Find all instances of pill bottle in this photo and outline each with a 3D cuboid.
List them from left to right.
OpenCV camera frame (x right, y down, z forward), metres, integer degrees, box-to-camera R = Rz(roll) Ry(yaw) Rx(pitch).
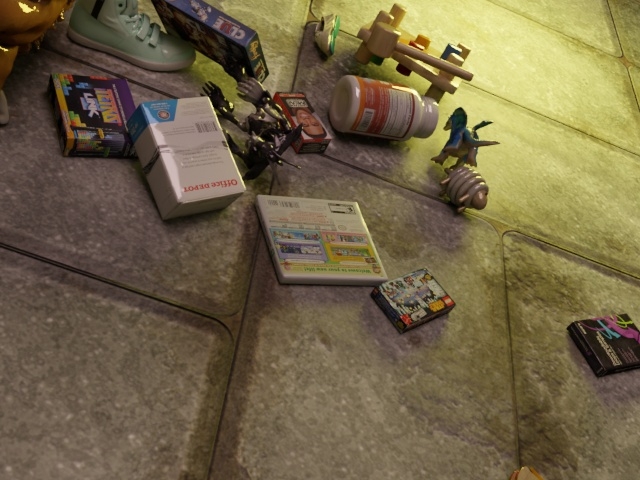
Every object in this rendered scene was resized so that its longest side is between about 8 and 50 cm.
[{"bbox_3d":[0.138,-0.276,1.851,0.216,0.121,0.121,6,47,-26],"label":"pill bottle"}]

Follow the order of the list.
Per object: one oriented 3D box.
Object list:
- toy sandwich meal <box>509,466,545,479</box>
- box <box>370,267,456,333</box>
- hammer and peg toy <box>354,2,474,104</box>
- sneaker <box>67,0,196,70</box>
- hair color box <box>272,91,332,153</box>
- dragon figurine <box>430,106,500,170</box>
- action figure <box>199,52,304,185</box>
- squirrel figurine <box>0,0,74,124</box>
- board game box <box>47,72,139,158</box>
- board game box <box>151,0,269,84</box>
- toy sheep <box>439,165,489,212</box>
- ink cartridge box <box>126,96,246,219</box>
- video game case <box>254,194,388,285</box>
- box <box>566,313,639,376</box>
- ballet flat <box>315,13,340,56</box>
[{"bbox_3d":[0.337,0.395,1.373,0.086,0.029,0.085,16,43,-16],"label":"toy sandwich meal"},{"bbox_3d":[0.168,0.106,1.562,0.137,0.027,0.094,-18,61,-41],"label":"box"},{"bbox_3d":[0.209,-0.407,1.958,0.266,0.127,0.361,32,25,1],"label":"hammer and peg toy"},{"bbox_3d":[-0.351,-0.428,1.698,0.256,0.151,0.094,12,43,-21],"label":"sneaker"},{"bbox_3d":[-0.042,-0.241,1.773,0.072,0.043,0.141,-7,54,-36],"label":"hair color box"},{"bbox_3d":[0.312,-0.231,1.848,0.085,0.289,0.144,23,80,-5],"label":"dragon figurine"},{"bbox_3d":[-0.141,-0.221,1.614,0.141,0.164,0.275,26,24,-49],"label":"action figure"},{"bbox_3d":[-0.525,-0.387,1.453,0.281,0.370,0.397,25,13,-6],"label":"squirrel figurine"},{"bbox_3d":[-0.398,-0.221,1.545,0.141,0.048,0.170,-2,51,-30],"label":"board game box"},{"bbox_3d":[-0.222,-0.415,1.734,0.243,0.165,0.042,32,78,15],"label":"board game box"},{"bbox_3d":[0.299,-0.111,1.811,0.091,0.091,0.132,-13,51,-38],"label":"toy sheep"},{"bbox_3d":[-0.232,-0.144,1.501,0.140,0.082,0.190,-13,77,-39],"label":"ink cartridge box"},{"bbox_3d":[0.000,0.000,1.575,0.212,0.023,0.193,3,48,-28],"label":"video game case"},{"bbox_3d":[0.570,0.202,1.698,0.162,0.029,0.116,-5,52,-32],"label":"box"},{"bbox_3d":[0.012,-0.479,2.043,0.052,0.057,0.168,1,38,9],"label":"ballet flat"}]
